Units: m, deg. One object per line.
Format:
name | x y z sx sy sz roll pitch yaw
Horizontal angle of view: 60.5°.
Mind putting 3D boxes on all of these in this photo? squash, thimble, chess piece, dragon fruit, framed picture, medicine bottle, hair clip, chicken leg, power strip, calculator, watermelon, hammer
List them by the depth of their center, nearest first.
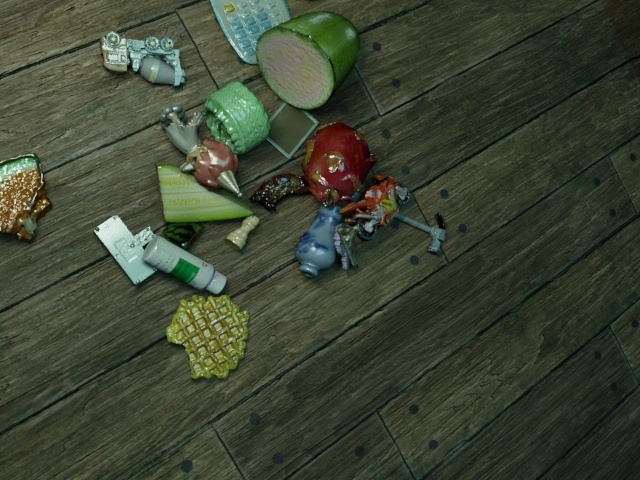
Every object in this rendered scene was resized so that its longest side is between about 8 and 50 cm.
power strip | -0.577 0.013 1.697 0.145 0.061 0.215 -39 99 -23
medicine bottle | -0.417 0.082 1.709 0.260 0.095 0.095 31 75 -28
squash | -0.372 -0.171 1.756 0.289 0.111 0.203 -8 120 -17
watermelon | -0.424 -0.012 1.756 0.135 0.125 0.094 -25 124 -38
thimble | -0.273 -0.388 1.769 0.150 0.219 0.219 -39 98 -17
chess piece | -0.253 -0.030 1.815 0.066 0.066 0.122 41 70 -12
hair clip | 0.095 0.020 1.848 0.085 0.292 0.106 2 60 10
squash | -0.014 -0.657 1.864 0.310 0.310 0.309 40 58 -12
dragon fruit | 0.062 -0.271 1.865 0.250 0.250 0.315 44 50 -11
chicken leg | -0.133 -0.173 1.871 0.234 0.063 0.105 -30 102 -21
calculator | -0.240 -0.792 1.899 0.256 0.054 0.386 -28 96 -20
framed picture | -0.110 -0.397 1.928 0.142 0.011 0.183 40 73 -12
hammer | 0.277 -0.085 2.020 0.427 0.044 0.152 20 78 -16

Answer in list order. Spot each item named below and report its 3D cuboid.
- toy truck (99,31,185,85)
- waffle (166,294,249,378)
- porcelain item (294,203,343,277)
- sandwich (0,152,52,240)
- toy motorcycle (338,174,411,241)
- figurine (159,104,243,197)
toy truck | -0.560 -0.568 1.738 0.257 0.108 0.140 -2 99 -23
waffle | -0.359 0.304 1.751 0.291 0.051 0.291 2 86 -20
porcelain item | 0.000 0.000 1.870 0.141 0.141 0.259 28 67 -15
sandwich | -0.891 -0.119 1.577 0.212 0.109 0.292 31 78 -21
toy motorcycle | 0.198 -0.128 1.924 0.298 0.089 0.171 -43 107 -29
figurine | -0.361 -0.254 1.701 0.166 0.207 0.387 -32 73 -21
